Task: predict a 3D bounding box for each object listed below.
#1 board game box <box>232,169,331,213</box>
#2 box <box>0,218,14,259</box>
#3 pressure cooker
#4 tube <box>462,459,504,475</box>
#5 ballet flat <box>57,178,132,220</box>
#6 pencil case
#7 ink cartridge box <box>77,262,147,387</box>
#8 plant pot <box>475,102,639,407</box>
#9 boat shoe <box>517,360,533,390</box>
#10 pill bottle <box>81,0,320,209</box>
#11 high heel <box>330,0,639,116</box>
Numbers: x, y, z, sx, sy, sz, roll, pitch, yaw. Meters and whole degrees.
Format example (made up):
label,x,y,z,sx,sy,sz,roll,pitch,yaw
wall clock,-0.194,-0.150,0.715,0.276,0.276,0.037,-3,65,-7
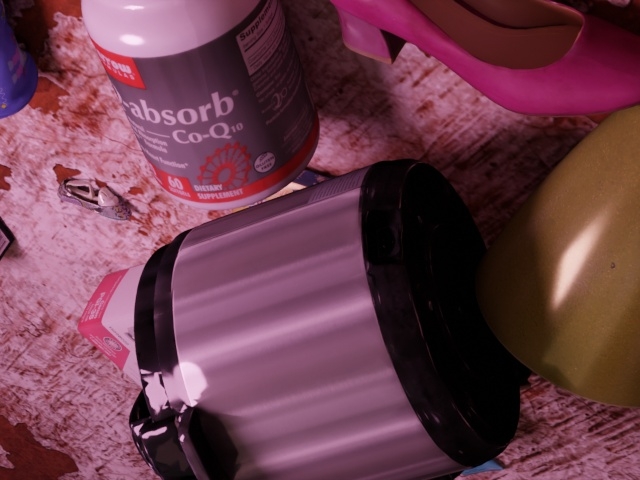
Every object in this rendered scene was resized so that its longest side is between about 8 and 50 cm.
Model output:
label,x,y,z,sx,sy,sz,roll,pitch,yaw
board game box,0.000,0.000,1.936,0.243,0.042,0.165,20,121,18
box,-0.616,-0.058,2.274,0.184,0.103,0.261,5,140,32
pressure cooker,-0.018,0.124,1.734,0.420,0.375,0.370,-18,155,21
tube,0.184,0.306,2.289,0.207,0.052,0.080,39,149,-26
ballet flat,-0.322,-0.062,2.137,0.114,0.041,0.041,19,145,9
pencil case,-0.438,-0.289,1.840,0.119,0.133,0.306,-6,141,3
ink cartridge box,-0.190,0.129,2.229,0.283,0.117,0.207,-15,128,44
plant pot,0.344,-0.020,1.606,0.275,0.275,0.293,24,129,3
boat shoe,0.245,0.151,1.970,0.095,0.095,0.257,15,150,-30
pill bottle,-0.141,-0.224,1.658,0.210,0.210,0.363,7,141,25
high heel,0.169,-0.236,1.516,0.377,0.127,0.181,12,147,20
